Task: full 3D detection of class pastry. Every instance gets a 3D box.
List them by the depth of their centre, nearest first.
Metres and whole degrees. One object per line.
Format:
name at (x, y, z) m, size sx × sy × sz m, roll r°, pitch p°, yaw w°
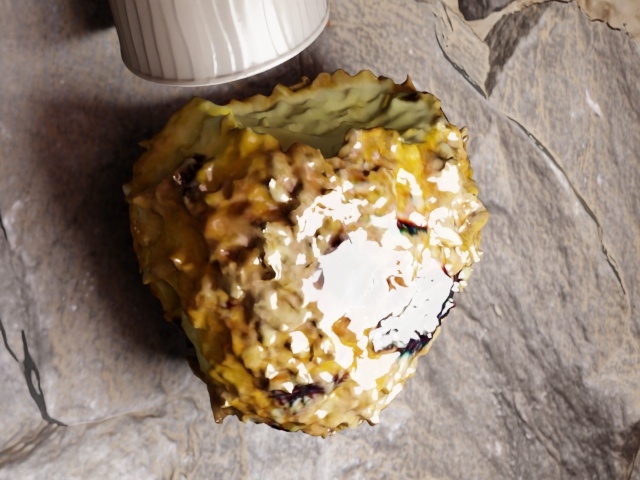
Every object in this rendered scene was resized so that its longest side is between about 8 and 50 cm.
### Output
pastry at (-0.007, 0.016, 1.819) m, size 0.405 × 0.292 × 0.337 m, roll -16°, pitch 116°, yaw -47°

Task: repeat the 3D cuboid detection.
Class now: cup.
cup at (-0.099, -0.323, 1.727) m, size 0.288 × 0.208 × 0.273 m, roll -47°, pitch 136°, yaw -41°
